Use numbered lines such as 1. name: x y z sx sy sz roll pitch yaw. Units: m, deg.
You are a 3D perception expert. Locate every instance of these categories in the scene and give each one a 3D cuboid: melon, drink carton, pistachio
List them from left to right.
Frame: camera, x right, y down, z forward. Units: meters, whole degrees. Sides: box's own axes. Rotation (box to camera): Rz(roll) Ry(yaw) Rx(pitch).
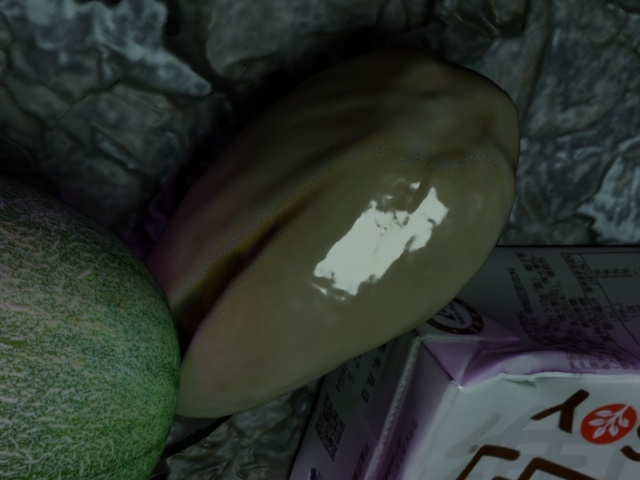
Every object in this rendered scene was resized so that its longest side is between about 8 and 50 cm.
1. melon: -0.195 0.050 0.533 0.288 0.182 0.182 11 120 -33
2. pistachio: 0.000 0.000 0.629 0.226 0.136 0.136 -40 132 17
3. drink carton: 0.166 0.114 0.789 0.325 0.132 0.194 1 124 -24
